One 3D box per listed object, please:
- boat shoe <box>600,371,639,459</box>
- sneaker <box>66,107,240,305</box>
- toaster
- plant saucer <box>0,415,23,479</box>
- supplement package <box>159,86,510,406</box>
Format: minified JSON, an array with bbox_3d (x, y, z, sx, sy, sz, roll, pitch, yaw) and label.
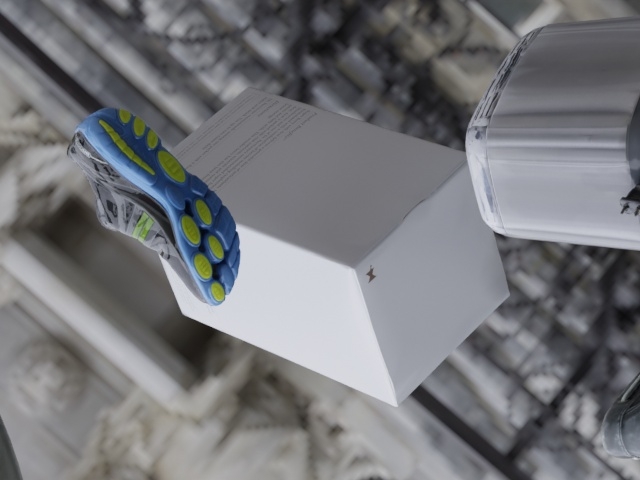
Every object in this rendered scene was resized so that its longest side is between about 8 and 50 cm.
[{"bbox_3d":[0.394,0.140,2.017,0.119,0.335,0.121,-7,98,36],"label":"boat shoe"},{"bbox_3d":[-0.135,-0.026,1.589,0.188,0.067,0.078,50,138,-11],"label":"sneaker"},{"bbox_3d":[0.204,-0.077,1.436,0.146,0.227,0.129,2,128,28],"label":"toaster"},{"bbox_3d":[-0.211,0.207,0.925,0.100,0.400,0.400,8,-169,-33],"label":"plant saucer"},{"bbox_3d":[0.000,0.000,1.821,0.293,0.177,0.175,21,141,41],"label":"supplement package"}]
